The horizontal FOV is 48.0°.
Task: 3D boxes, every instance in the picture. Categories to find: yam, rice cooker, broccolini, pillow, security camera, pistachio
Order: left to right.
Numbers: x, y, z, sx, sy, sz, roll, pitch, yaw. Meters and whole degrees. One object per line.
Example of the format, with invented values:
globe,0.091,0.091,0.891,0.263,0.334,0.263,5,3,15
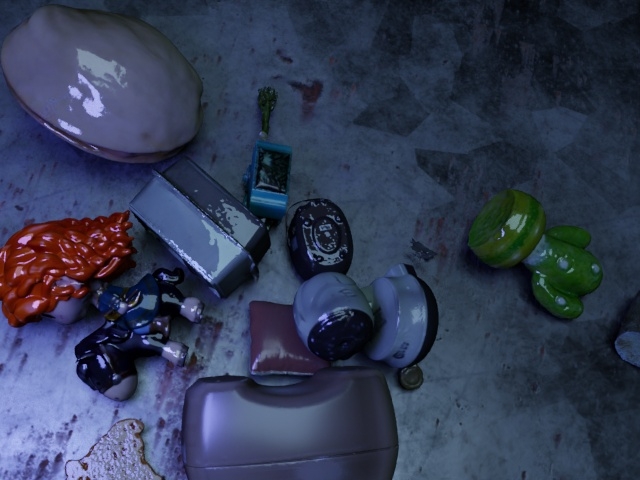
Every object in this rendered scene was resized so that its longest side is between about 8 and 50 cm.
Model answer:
pistachio,-0.469,-0.350,1.583,0.445,0.281,0.365,27,54,-14
broccolini,-0.131,-0.295,1.679,0.051,0.054,0.239,-27,32,19
pillow,-0.064,0.208,1.504,0.179,0.075,0.171,4,60,-12
rice cooker,0.000,-0.001,1.587,0.142,0.118,0.203,-11,74,-16
security camera,0.077,0.153,1.446,0.277,0.197,0.191,9,38,-23
yam,0.755,0.190,1.664,0.107,0.107,0.183,32,62,4

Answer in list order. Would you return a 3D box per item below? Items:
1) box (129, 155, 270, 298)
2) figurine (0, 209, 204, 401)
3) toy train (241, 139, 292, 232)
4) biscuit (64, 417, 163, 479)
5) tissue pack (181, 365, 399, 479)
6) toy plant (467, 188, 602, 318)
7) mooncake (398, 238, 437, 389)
box,-0.243,-0.025,1.499,0.290,0.220,0.166,41,79,8
figurine,-0.427,0.121,1.410,0.306,0.241,0.412,-41,97,2
toy train,-0.119,-0.121,1.600,0.107,0.154,0.198,9,64,-11
biscuit,-0.397,0.470,1.340,0.183,0.043,0.280,16,69,0
tissue pack,-0.058,0.378,1.321,0.387,0.267,0.276,-3,81,-13
toy plant,0.516,0.028,1.670,0.316,0.184,0.224,35,68,-12
mooncake,0.214,0.154,1.595,0.150,0.057,0.347,33,61,-9
